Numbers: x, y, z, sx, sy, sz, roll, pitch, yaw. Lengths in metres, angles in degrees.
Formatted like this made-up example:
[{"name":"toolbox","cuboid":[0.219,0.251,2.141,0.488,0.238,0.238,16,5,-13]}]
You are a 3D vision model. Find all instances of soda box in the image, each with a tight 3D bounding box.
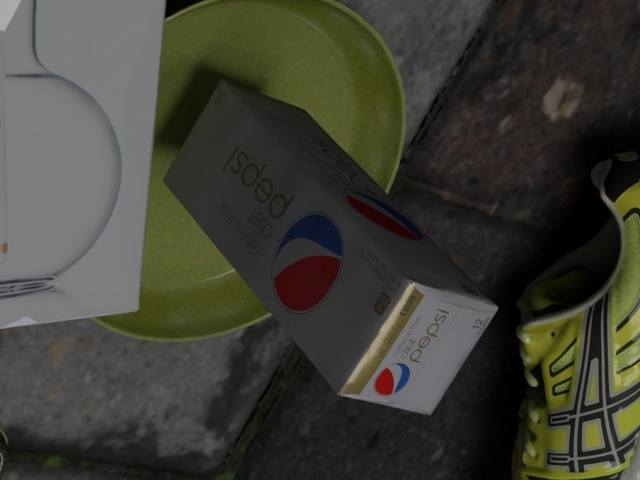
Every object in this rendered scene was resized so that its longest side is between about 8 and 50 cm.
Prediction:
[{"name":"soda box","cuboid":[0.000,0.000,1.003,0.069,0.216,0.074,17,112,-41]}]

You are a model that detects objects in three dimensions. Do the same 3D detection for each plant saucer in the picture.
[{"name":"plant saucer","cuboid":[-0.061,-0.048,1.106,0.241,0.037,0.241,-19,131,-22]}]

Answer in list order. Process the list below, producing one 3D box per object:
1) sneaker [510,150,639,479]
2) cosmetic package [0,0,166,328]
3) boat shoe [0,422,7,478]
[{"name":"sneaker","cuboid":[0.196,0.097,1.345,0.147,0.145,0.384,22,113,-6]},{"name":"cosmetic package","cuboid":[-0.265,-0.081,0.878,0.377,0.097,0.284,-7,124,-23]},{"name":"boat shoe","cuboid":[-0.260,0.204,1.131,0.223,0.073,0.080,-48,135,6]}]
